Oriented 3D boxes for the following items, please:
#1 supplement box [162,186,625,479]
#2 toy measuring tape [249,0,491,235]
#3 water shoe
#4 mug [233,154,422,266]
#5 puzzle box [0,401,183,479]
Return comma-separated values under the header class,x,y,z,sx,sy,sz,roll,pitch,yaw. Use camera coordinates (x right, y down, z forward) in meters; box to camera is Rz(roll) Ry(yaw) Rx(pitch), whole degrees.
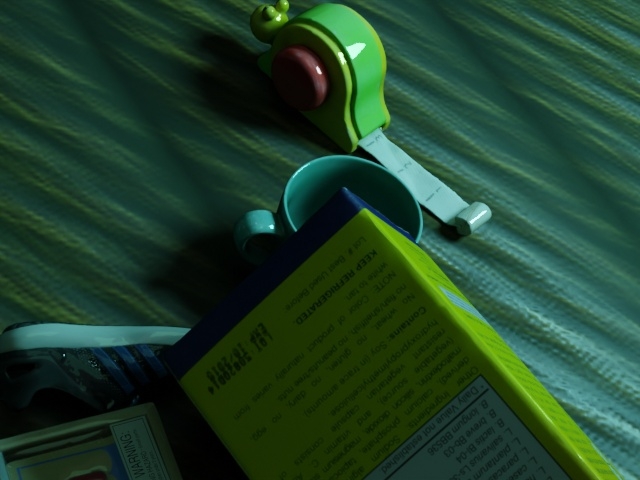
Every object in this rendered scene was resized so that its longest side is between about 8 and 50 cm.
class,x,y,z,sx,sy,sz,roll,pitch,yaw
supplement box,0.084,0.166,0.934,0.194,0.195,0.356,-42,69,7
toy measuring tape,0.053,-0.145,1.259,0.330,0.121,0.121,42,54,16
water shoe,-0.168,0.112,1.039,0.203,0.073,0.080,3,80,-15
mug,0.007,-0.005,1.148,0.158,0.097,0.129,23,51,2
puzzle box,-0.184,0.326,0.870,0.272,0.052,0.409,-13,59,-24
